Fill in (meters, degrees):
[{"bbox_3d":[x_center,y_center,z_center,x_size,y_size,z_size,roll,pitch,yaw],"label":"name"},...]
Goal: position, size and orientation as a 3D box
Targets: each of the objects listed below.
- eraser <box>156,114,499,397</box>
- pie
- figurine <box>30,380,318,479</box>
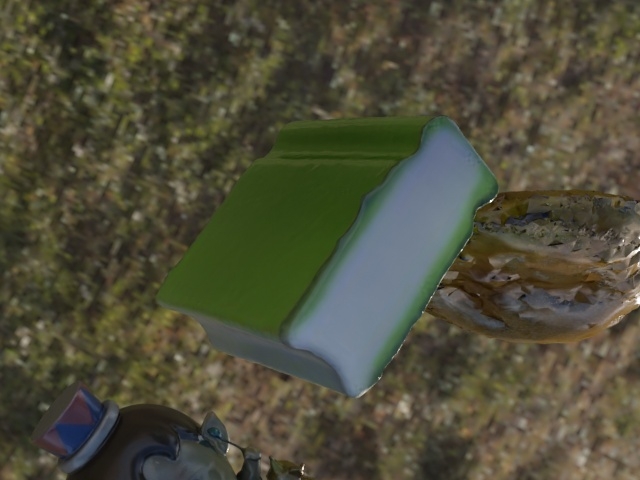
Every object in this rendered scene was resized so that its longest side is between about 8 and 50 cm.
[{"bbox_3d":[0.000,0.000,1.191,0.092,0.274,0.210,41,75,-21],"label":"eraser"},{"bbox_3d":[0.173,0.022,1.377,0.273,0.273,0.069,45,41,-50],"label":"pie"},{"bbox_3d":[-0.122,0.225,1.332,0.158,0.275,0.161,-19,133,-85],"label":"figurine"}]
